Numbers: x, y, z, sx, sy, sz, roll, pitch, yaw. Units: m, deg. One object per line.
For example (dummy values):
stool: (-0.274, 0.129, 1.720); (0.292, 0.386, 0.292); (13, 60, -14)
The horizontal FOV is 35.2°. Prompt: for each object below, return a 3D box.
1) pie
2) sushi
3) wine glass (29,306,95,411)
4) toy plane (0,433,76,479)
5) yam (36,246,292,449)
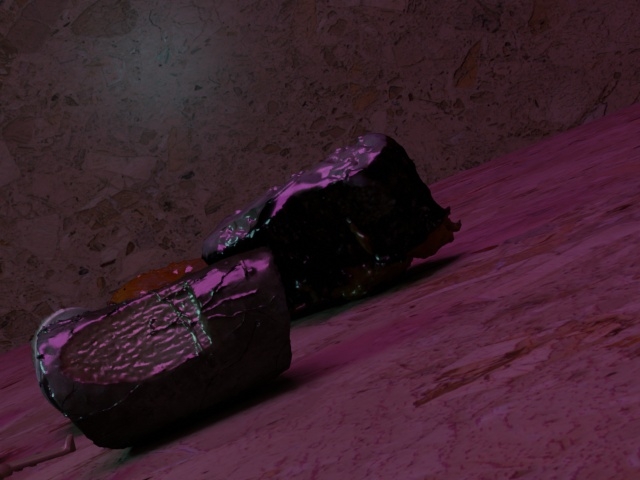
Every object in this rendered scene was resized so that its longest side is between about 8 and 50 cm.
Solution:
pie: (-0.213, 0.093, 1.615); (0.273, 0.069, 0.273); (-9, 22, 4)
sushi: (0.000, 0.000, 1.426); (0.348, 0.207, 0.234); (-26, 15, 22)
wine glass: (-0.322, 0.166, 1.379); (0.143, 0.143, 0.321); (-23, 7, -17)
toy plane: (-0.345, 0.232, 0.895); (0.242, 0.104, 0.256); (-19, 5, 4)
yam: (-0.148, 0.115, 1.045); (0.254, 0.154, 0.154); (-23, 5, -7)
